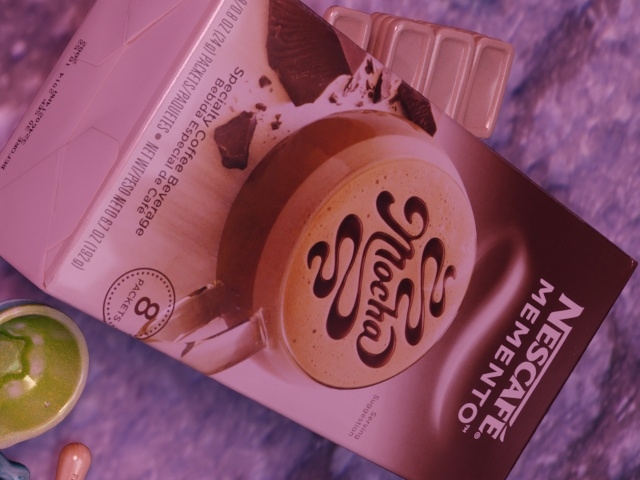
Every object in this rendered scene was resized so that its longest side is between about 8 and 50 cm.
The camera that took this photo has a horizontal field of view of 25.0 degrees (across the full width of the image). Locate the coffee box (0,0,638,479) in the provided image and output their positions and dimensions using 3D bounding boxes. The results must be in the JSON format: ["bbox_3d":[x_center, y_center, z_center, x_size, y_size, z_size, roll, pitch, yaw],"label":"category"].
[{"bbox_3d":[0.000,0.000,0.727,0.297,0.119,0.168,32,88,-36],"label":"coffee box"}]

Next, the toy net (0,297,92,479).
[{"bbox_3d":[-0.155,0.141,0.715,0.122,0.045,0.232,-30,121,-30],"label":"toy net"}]

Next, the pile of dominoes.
[{"bbox_3d":[-0.007,-0.094,0.788,0.251,0.040,0.196,7,103,-34],"label":"pile of dominoes"}]
